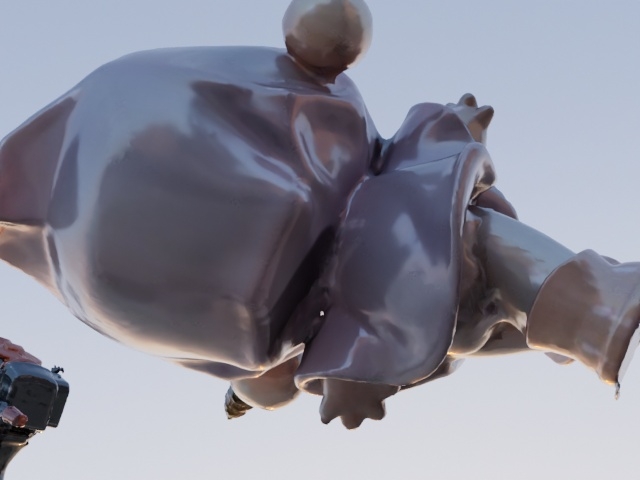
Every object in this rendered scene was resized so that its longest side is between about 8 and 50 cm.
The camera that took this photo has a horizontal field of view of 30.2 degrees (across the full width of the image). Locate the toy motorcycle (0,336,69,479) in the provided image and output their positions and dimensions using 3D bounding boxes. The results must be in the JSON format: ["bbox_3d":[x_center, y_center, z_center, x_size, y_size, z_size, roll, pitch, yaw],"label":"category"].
[{"bbox_3d":[-0.374,0.276,1.308,0.147,0.221,0.326,21,-94,-44],"label":"toy motorcycle"}]

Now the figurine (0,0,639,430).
[{"bbox_3d":[-0.001,0.000,0.490,0.275,0.133,0.200,15,-64,11],"label":"figurine"}]

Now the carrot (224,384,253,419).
[{"bbox_3d":[-0.035,0.104,1.412,0.066,0.066,0.314,23,-62,-28],"label":"carrot"}]
